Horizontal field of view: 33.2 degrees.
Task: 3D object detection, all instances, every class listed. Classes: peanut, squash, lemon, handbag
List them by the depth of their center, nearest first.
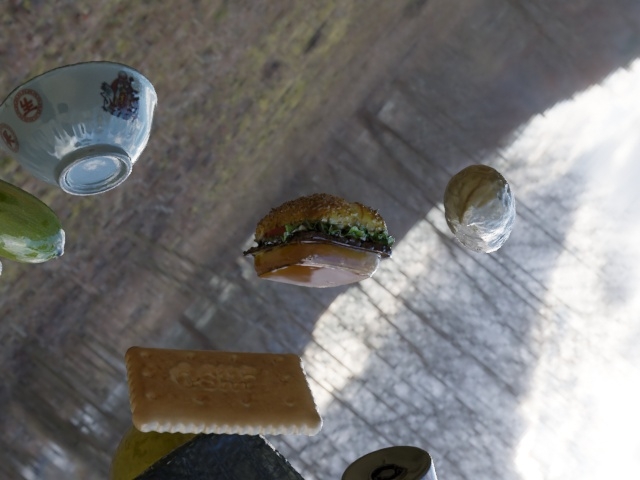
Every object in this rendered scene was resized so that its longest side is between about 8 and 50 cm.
[{"bbox_3d":[0.190,-0.040,1.302,0.099,0.099,0.214,-50,165,5],"label":"peanut"},{"bbox_3d":[-0.154,0.365,1.494,0.270,0.175,0.088,-31,162,-25],"label":"handbag"},{"bbox_3d":[-0.493,-0.024,1.706,0.123,0.187,0.123,-64,179,-2],"label":"squash"},{"bbox_3d":[-0.290,0.466,2.179,0.285,0.316,0.285,1,90,-70],"label":"lemon"}]

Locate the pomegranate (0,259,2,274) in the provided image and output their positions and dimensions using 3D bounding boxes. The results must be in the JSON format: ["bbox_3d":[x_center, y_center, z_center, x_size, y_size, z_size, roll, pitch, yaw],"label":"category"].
[{"bbox_3d":[-0.674,0.035,2.034,0.125,0.138,0.163,-40,-143,16],"label":"pomegranate"}]

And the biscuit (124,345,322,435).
[{"bbox_3d":[-0.128,0.194,1.410,0.160,0.250,0.030,-111,-148,-54],"label":"biscuit"}]

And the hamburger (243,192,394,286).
[{"bbox_3d":[0.000,0.000,1.175,0.166,0.137,0.087,-15,-113,57],"label":"hamburger"}]

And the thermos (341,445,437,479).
[{"bbox_3d":[0.148,0.469,1.698,0.176,0.265,0.146,-26,-162,-26],"label":"thermos"}]

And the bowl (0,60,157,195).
[{"bbox_3d":[-0.472,-0.192,2.154,0.337,0.157,0.337,-17,155,-9],"label":"bowl"}]
